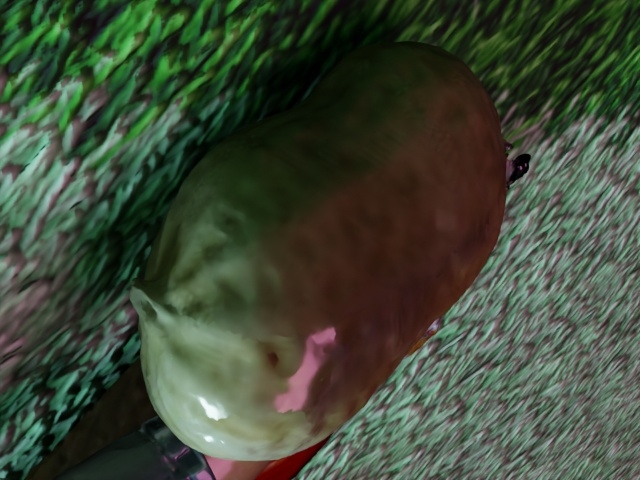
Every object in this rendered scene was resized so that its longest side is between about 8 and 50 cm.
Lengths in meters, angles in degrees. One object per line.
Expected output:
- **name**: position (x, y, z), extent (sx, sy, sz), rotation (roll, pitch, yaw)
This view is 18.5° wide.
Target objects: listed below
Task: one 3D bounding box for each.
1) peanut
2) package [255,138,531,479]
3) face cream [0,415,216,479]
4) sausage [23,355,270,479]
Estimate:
- **peanut**: position (0.000, 0.000, 0.889), extent (0.224, 0.129, 0.129), rotation (-46, 160, -30)
- **package**: position (0.024, 0.048, 1.098), extent (0.194, 0.071, 0.269), rotation (-31, 165, -29)
- **face cream**: position (-0.178, 0.171, 0.866), extent (0.291, 0.071, 0.144), rotation (-29, 141, -17)
- **sausage**: position (-0.106, 0.135, 0.972), extent (0.289, 0.086, 0.086), rotation (-46, 158, -1)
